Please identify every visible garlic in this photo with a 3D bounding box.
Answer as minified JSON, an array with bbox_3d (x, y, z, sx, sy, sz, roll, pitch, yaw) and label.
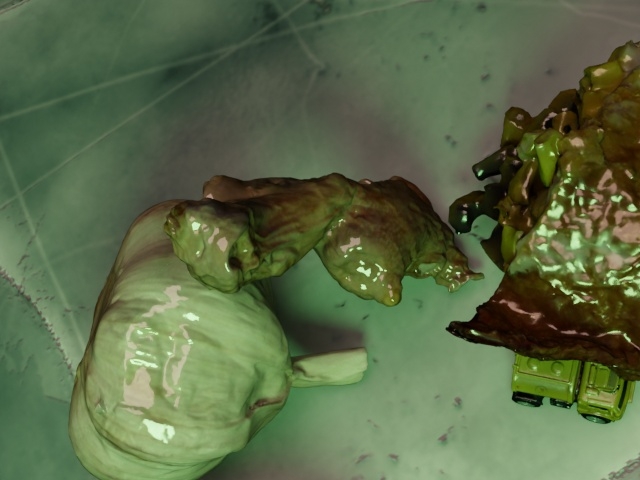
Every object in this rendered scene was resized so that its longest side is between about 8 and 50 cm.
[{"bbox_3d":[-0.069,0.091,0.756,0.212,0.218,0.219,14,74,-13],"label":"garlic"}]

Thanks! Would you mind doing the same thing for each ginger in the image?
[{"bbox_3d":[0.001,0.000,0.701,0.084,0.290,0.122,-39,65,34],"label":"ginger"}]

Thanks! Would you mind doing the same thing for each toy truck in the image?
[{"bbox_3d":[0.179,0.097,0.722,0.083,0.054,0.049,10,75,21],"label":"toy truck"}]

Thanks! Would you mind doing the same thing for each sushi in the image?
[{"bbox_3d":[0.185,-0.031,0.695,0.179,0.167,0.296,26,75,11],"label":"sushi"}]
